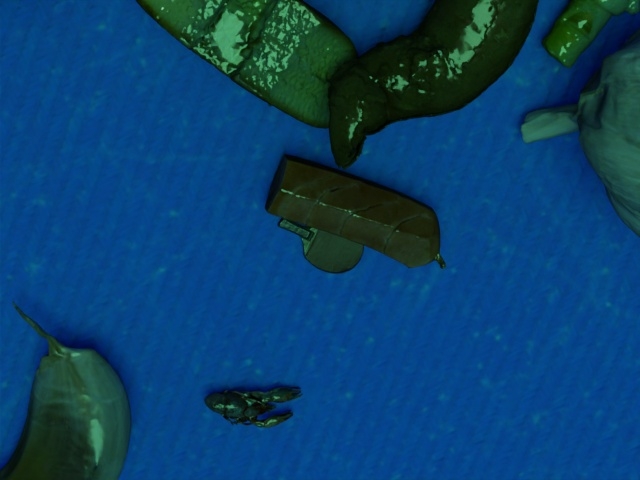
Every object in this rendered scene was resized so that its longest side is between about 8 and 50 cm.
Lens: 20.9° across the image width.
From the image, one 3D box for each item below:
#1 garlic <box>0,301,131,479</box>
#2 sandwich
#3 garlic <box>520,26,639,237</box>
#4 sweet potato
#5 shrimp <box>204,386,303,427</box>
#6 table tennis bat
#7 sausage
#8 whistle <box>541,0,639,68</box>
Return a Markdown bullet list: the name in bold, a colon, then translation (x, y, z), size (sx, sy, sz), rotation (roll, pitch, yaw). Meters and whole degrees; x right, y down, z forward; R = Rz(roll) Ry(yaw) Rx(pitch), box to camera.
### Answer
- **garlic**: translation (-0.235, 0.163, 1.577), size (0.129, 0.090, 0.198), rotation (13, 111, 4)
- **sandwich**: translation (-0.066, -0.186, 1.475), size (0.244, 0.088, 0.090), rotation (35, 98, -14)
- **garlic**: translation (0.274, -0.105, 1.499), size (0.212, 0.218, 0.218), rotation (9, 110, 28)
- **sweet potato**: translation (0.112, -0.184, 1.490), size (0.124, 0.098, 0.310), rotation (33, 92, -25)
- **shrimp**: translation (-0.062, 0.156, 1.616), size (0.092, 0.029, 0.038), rotation (-3, 107, -8)
- **table tennis bat**: translation (0.000, 0.000, 1.582), size (0.083, 0.007, 0.050), rotation (26, 104, -14)
- **sausage**: translation (0.038, -0.024, 1.549), size (0.169, 0.065, 0.065), rotation (19, 105, -11)
- **whistle**: translation (0.264, -0.239, 1.510), size (0.104, 0.057, 0.198), rotation (34, 109, -3)
